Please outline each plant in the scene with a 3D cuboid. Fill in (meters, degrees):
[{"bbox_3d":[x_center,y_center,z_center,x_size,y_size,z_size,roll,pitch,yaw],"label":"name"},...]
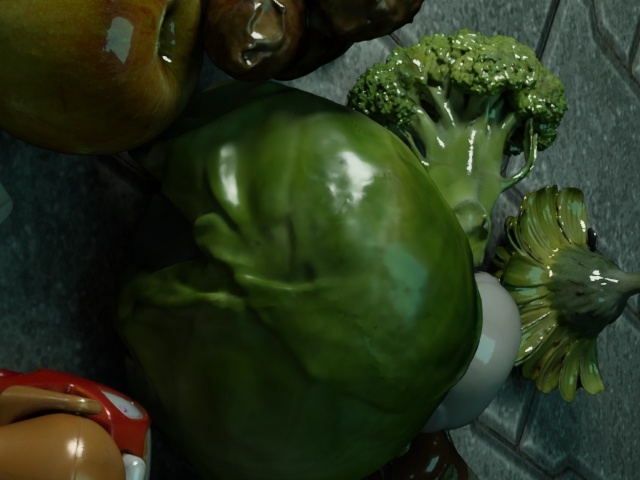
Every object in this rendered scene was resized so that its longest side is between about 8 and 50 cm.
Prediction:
[{"bbox_3d":[0.389,0.053,2.088,0.306,0.297,0.261,53,22,-20],"label":"plant"}]

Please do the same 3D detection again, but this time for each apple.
[{"bbox_3d":[-0.228,-0.193,1.329,0.237,0.207,0.237,7,90,-69],"label":"apple"}]

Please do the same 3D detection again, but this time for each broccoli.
[{"bbox_3d":[0.169,-0.158,1.763,0.254,0.186,0.302,35,41,0],"label":"broccoli"}]

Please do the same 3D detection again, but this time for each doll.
[{"bbox_3d":[0.118,0.115,1.722,0.221,0.251,0.221,3,80,-20],"label":"doll"}]

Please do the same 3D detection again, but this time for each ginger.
[{"bbox_3d":[0.004,-0.277,1.446,0.176,0.254,0.418,60,7,-15],"label":"ginger"}]

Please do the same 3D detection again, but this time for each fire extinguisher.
[{"bbox_3d":[0.143,0.308,1.895,0.376,0.113,0.200,51,13,-41],"label":"fire extinguisher"}]

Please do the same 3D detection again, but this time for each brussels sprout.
[{"bbox_3d":[-0.009,0.049,1.447,0.342,0.361,0.426,-18,111,-53],"label":"brussels sprout"}]

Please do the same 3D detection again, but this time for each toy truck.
[{"bbox_3d":[-0.236,0.218,1.302,0.264,0.239,0.189,19,79,-50],"label":"toy truck"}]

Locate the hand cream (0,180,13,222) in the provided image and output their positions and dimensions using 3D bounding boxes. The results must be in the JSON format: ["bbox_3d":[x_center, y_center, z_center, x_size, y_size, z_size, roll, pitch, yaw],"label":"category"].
[{"bbox_3d":[-0.358,-0.113,1.276,0.095,0.059,0.276,-48,132,-38],"label":"hand cream"}]
